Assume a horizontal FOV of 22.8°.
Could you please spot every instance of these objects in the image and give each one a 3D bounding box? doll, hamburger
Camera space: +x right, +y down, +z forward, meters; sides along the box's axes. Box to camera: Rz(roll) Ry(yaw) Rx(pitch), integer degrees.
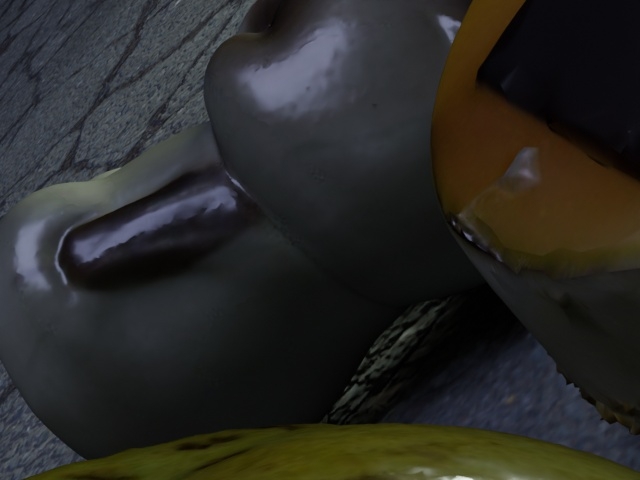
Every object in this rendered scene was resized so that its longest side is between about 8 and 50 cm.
[{"bbox_3d":[-0.027,-0.010,0.882,0.370,0.226,0.215,-46,-18,16],"label":"doll"},{"bbox_3d":[0.182,-0.057,0.597,0.294,0.179,0.276,-56,29,2],"label":"hamburger"}]

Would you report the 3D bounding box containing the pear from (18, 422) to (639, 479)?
[{"bbox_3d":[0.000,0.181,0.372,0.304,0.304,0.304,-40,22,19],"label":"pear"}]
